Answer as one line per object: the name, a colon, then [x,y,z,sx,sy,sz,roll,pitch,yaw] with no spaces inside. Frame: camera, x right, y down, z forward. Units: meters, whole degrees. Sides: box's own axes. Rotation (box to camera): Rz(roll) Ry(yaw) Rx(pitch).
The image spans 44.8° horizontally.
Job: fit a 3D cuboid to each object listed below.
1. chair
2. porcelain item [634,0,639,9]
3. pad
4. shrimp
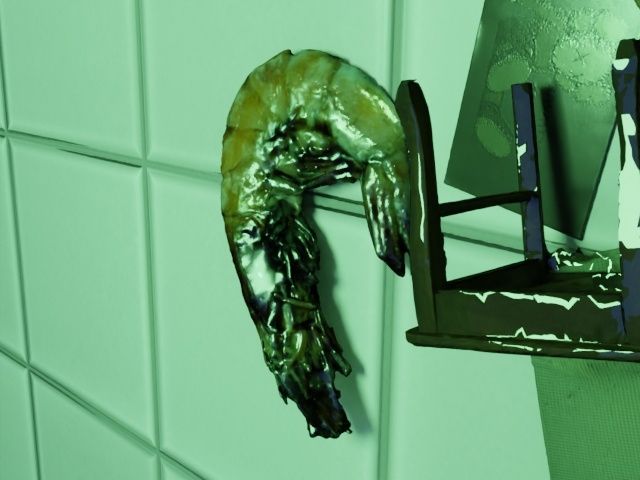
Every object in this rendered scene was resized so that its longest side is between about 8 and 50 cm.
chair: [0.163,0.054,0.477,0.160,0.186,0.319,-2,96,40]
porcelain item: [0.260,-0.196,0.392,0.215,0.069,0.081,-29,67,47]
pad: [0.159,-0.109,0.567,0.127,0.004,0.190,28,119,38]
shrimp: [0.000,0.000,0.719,0.233,0.071,0.365,-19,81,41]
